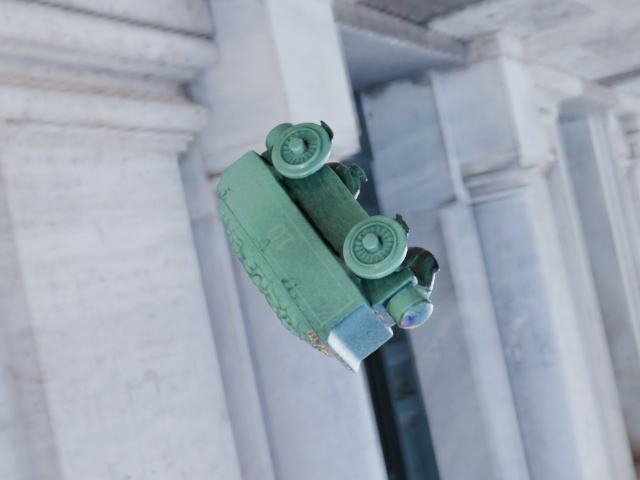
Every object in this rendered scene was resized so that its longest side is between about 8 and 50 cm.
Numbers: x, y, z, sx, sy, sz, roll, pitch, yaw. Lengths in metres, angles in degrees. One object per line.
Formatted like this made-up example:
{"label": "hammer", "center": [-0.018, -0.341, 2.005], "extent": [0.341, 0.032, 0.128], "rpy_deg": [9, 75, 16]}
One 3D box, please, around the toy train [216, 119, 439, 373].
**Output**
{"label": "toy train", "center": [0.000, 0.000, 0.812], "extent": [0.099, 0.172, 0.070], "rpy_deg": [-38, 145, 2]}
